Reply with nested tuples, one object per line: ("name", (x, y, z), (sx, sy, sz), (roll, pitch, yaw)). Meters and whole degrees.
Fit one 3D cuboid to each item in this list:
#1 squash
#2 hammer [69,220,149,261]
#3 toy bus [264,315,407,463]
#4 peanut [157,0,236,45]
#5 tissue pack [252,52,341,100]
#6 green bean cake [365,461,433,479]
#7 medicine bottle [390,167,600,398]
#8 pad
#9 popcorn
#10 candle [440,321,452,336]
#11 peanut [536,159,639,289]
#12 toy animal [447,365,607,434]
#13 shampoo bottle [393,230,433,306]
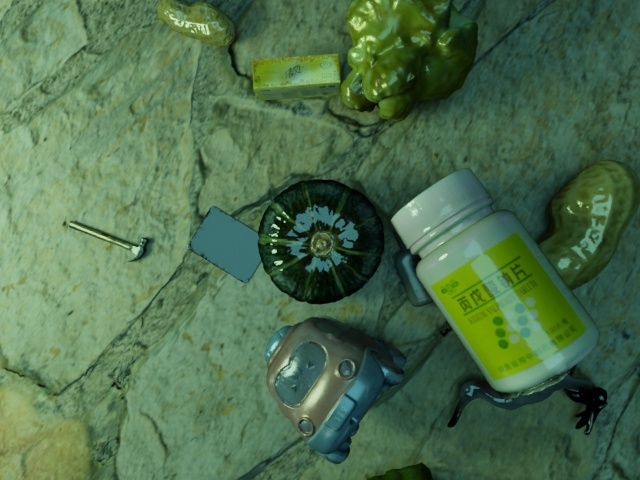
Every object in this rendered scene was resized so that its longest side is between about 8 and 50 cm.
("squash", (0.000, 0.000, 0.963), (0.252, 0.165, 0.252), (0, 93, 0))
("hammer", (-0.471, -0.003, 1.064), (0.182, 0.017, 0.062), (19, 92, 4))
("toy bus", (0.013, 0.245, 0.910), (0.232, 0.294, 0.197), (35, 96, 12))
("peanut", (-0.258, -0.464, 1.012), (0.175, 0.080, 0.080), (20, 92, 2))
("tissue pack", (-0.046, -0.335, 0.993), (0.176, 0.095, 0.062), (-2, 92, 4))
("green bean cake", (0.155, 0.611, 0.968), (0.250, 0.156, 0.246), (-27, 88, 4))
("medicine bottle", (0.309, 0.071, 0.893), (0.214, 0.213, 0.378), (-33, 78, 3))
("pad", (-0.200, 0.009, 1.055), (0.157, 0.003, 0.112), (32, 93, 3))
("popcorn", (0.162, -0.356, 0.919), (0.277, 0.225, 0.276), (-1, 102, -3))
("candle", (0.289, 0.126, 1.019), (0.026, 0.021, 0.167), (17, 92, 4))
("peanut", (0.511, -0.017, 0.954), (0.147, 0.147, 0.305), (23, 97, 3))
("toy animal", (0.426, 0.292, 0.979), (0.324, 0.090, 0.195), (0, 91, 1))
("shampoo bottle", (0.199, 0.052, 1.013), (0.080, 0.040, 0.165), (-23, 91, -1))
